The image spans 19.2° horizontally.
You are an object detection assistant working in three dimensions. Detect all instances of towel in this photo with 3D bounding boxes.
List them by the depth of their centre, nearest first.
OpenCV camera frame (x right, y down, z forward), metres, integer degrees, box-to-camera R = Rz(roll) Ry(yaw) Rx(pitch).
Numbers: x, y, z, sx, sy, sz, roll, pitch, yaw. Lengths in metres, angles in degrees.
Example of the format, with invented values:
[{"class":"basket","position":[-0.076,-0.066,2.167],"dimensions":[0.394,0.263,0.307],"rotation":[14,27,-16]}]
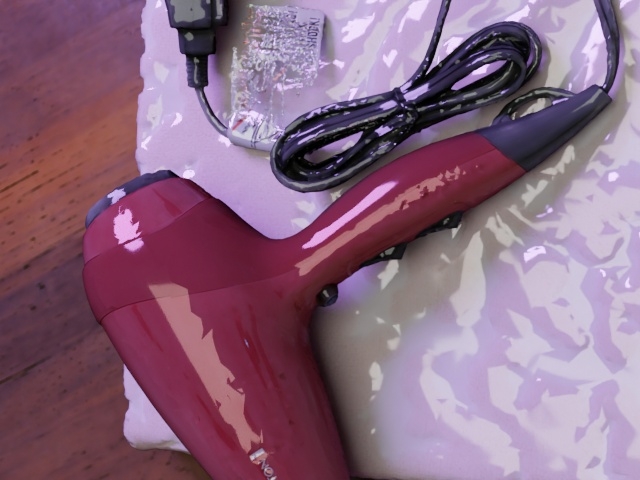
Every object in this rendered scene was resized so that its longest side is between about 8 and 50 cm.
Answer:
[{"class":"towel","position":[0.061,-0.052,0.871],"dimensions":[0.317,0.053,0.332],"rotation":[3,88,24]}]

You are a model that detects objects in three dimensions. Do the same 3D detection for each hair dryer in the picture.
[{"class":"hair dryer","position":[0.000,0.000,0.822],"dimensions":[0.223,0.080,0.294],"rotation":[7,89,23]}]
